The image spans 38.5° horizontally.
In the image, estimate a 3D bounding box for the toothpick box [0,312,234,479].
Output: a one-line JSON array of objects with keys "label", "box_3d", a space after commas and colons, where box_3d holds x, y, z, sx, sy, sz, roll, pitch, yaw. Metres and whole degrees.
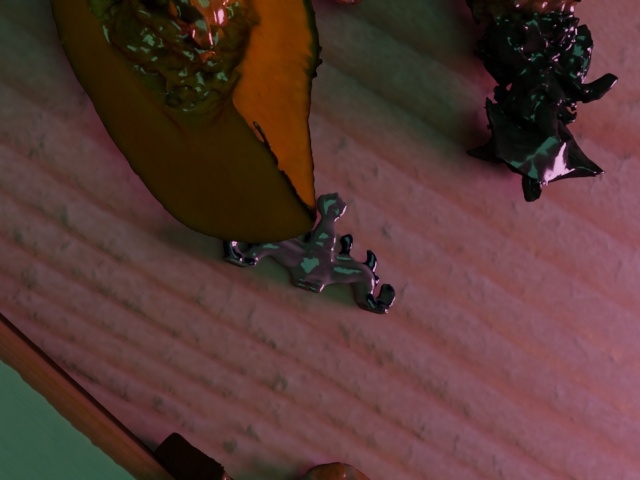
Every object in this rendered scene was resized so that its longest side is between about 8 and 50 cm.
[{"label": "toothpick box", "box_3d": [-0.225, 0.101, 0.506, 0.308, 0.187, 0.190, 45, 76, -10]}]

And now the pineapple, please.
[{"label": "pineapple", "box_3d": [0.158, -0.148, 0.694, 0.119, 0.111, 0.237, -9, 98, 10]}]

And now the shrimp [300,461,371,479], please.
[{"label": "shrimp", "box_3d": [0.006, 0.252, 0.656, 0.091, 0.043, 0.184, 10, 84, -23]}]

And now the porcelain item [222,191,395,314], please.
[{"label": "porcelain item", "box_3d": [0.000, 0.000, 0.670, 0.136, 0.021, 0.075, 20, 82, -19]}]

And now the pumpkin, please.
[{"label": "pumpkin", "box_3d": [-0.068, -0.126, 0.609, 0.163, 0.111, 0.278, -30, 85, -50]}]

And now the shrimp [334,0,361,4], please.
[{"label": "shrimp", "box_3d": [-0.018, -0.221, 0.636, 0.162, 0.045, 0.095, 28, 68, -42]}]
